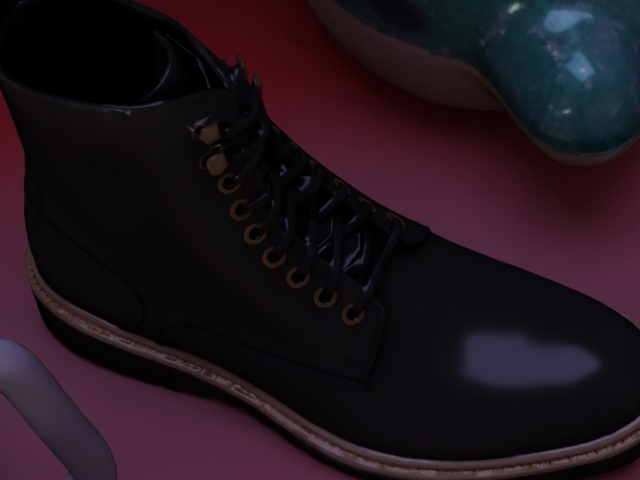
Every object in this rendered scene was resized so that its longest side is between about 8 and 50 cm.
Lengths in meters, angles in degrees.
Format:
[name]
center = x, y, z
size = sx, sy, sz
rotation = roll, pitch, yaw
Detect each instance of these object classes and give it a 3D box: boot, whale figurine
[boot]
center = 0.000, 0.000, 0.543
size = 0.198, 0.137, 0.077
rotation = 10, 57, 11
[whale figurine]
center = 0.115, -0.121, 0.613
size = 0.272, 0.141, 0.216
rotation = 20, 59, 17

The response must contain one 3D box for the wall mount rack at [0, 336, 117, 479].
[wall mount rack]
center = -0.232, 0.042, 0.542
size = 0.304, 0.130, 0.350
rotation = -29, 56, 1
